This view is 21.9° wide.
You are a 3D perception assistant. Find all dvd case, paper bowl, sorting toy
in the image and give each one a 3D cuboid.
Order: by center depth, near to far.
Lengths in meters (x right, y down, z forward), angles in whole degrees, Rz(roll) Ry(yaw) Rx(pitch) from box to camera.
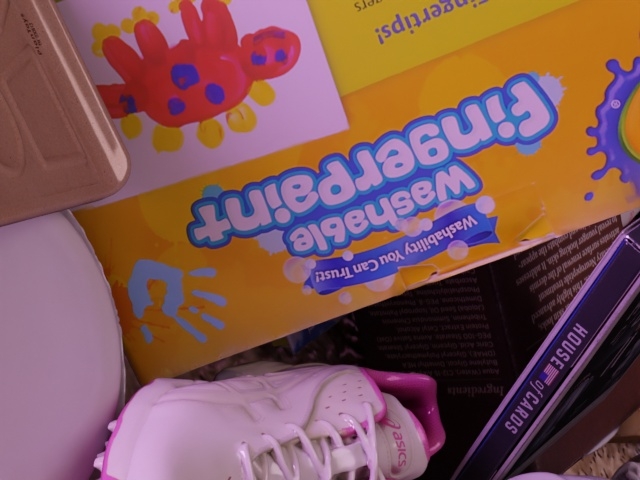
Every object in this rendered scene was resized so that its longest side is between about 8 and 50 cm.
[{"bbox_3d":[-0.181,-0.098,0.825,0.193,0.038,0.208,64,16,-1],"label":"sorting toy"},{"bbox_3d":[-0.219,0.065,0.871,0.284,0.148,0.284,18,65,-44],"label":"paper bowl"},{"bbox_3d":[0.181,0.054,1.026,0.029,0.238,0.179,43,42,16],"label":"dvd case"}]

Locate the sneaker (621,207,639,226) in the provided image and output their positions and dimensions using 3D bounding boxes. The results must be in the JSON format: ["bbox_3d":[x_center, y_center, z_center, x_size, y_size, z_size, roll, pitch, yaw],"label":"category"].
[{"bbox_3d":[0.175,-0.093,1.341,0.115,0.090,0.232,-36,80,-26],"label":"sneaker"}]

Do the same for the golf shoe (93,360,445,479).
[{"bbox_3d":[-0.021,0.119,0.925,0.306,0.140,0.115,-25,104,-70],"label":"golf shoe"}]

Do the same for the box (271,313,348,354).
[{"bbox_3d":[0.000,0.000,1.205,0.178,0.042,0.109,-35,109,-47],"label":"box"}]

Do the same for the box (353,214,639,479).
[{"bbox_3d":[0.113,-0.028,1.204,0.191,0.143,0.381,-27,106,-49],"label":"box"}]

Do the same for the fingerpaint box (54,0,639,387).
[{"bbox_3d":[0.033,-0.167,0.977,0.163,0.445,0.371,-60,127,-71],"label":"fingerpaint box"}]

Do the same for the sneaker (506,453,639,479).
[{"bbox_3d":[0.216,0.205,1.138,0.366,0.210,0.137,23,107,-31],"label":"sneaker"}]

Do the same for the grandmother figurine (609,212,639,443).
[{"bbox_3d":[0.310,0.011,1.495,0.208,0.104,0.342,9,75,-37],"label":"grandmother figurine"}]
